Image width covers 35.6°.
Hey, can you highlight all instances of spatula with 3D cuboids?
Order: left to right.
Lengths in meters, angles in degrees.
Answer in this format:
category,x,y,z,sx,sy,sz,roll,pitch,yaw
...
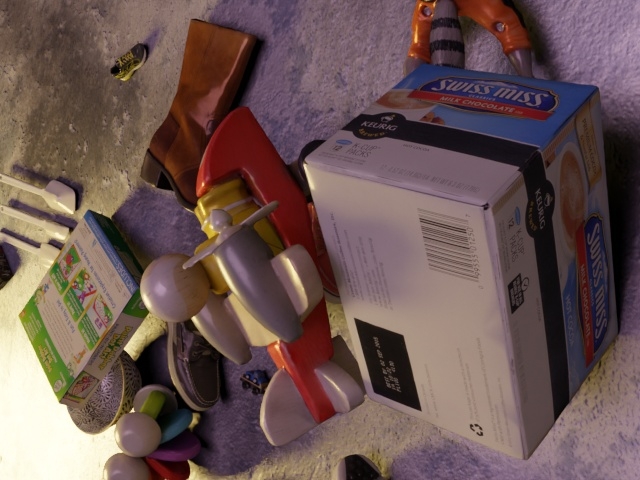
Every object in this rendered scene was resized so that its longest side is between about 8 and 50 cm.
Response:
category,x,y,z,sx,sy,sz,roll,pitch,yaw
spatula,-0.550,-0.044,1.916,0.242,0.019,0.168,19,110,38

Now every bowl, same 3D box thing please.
category,x,y,z,sx,sy,sz,roll,pitch,yaw
bowl,-0.363,0.249,1.727,0.170,0.080,0.170,-6,82,41

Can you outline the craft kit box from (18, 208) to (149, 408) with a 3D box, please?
category,x,y,z,sx,sy,sz,roll,pitch,yaw
craft kit box,-0.401,0.113,1.703,0.247,0.061,0.250,-52,45,11

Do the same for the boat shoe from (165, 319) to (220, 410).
category,x,y,z,sx,sy,sz,roll,pitch,yaw
boat shoe,-0.198,0.157,1.591,0.073,0.080,0.224,-26,72,43

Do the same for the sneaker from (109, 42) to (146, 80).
category,x,y,z,sx,sy,sz,roll,pitch,yaw
sneaker,-0.328,-0.304,1.702,0.083,0.035,0.031,-46,65,32

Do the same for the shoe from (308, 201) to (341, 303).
category,x,y,z,sx,sy,sz,roll,pitch,yaw
shoe,0.000,0.000,1.427,0.081,0.063,0.178,-51,58,35

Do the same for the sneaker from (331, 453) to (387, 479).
category,x,y,z,sx,sy,sz,roll,pitch,yaw
sneaker,0.056,0.446,1.387,0.118,0.110,0.292,-21,79,48

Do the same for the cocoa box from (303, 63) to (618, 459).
category,x,y,z,sx,sy,sz,roll,pitch,yaw
cocoa box,0.168,0.016,1.096,0.231,0.228,0.347,16,135,38

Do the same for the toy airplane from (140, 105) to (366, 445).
category,x,y,z,sx,sy,sz,roll,pitch,yaw
toy airplane,-0.089,0.073,1.269,0.384,0.272,0.386,-118,27,-50

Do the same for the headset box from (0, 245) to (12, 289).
category,x,y,z,sx,sy,sz,roll,pitch,yaw
headset box,-0.656,0.053,1.997,0.062,0.032,0.083,-41,67,33

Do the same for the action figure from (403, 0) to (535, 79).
category,x,y,z,sx,sy,sz,roll,pitch,yaw
action figure,0.199,-0.324,1.178,0.341,0.178,0.330,-1,102,43

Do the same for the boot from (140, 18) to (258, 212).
category,x,y,z,sx,sy,sz,roll,pitch,yaw
boot,-0.146,-0.183,1.548,0.264,0.096,0.281,32,105,42

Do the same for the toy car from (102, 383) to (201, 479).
category,x,y,z,sx,sy,sz,roll,pitch,yaw
toy car,-0.266,0.336,1.633,0.136,0.159,0.182,19,107,2

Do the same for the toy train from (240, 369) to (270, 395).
category,x,y,z,sx,sy,sz,roll,pitch,yaw
toy train,-0.064,0.232,1.517,0.158,0.027,0.036,21,102,37
